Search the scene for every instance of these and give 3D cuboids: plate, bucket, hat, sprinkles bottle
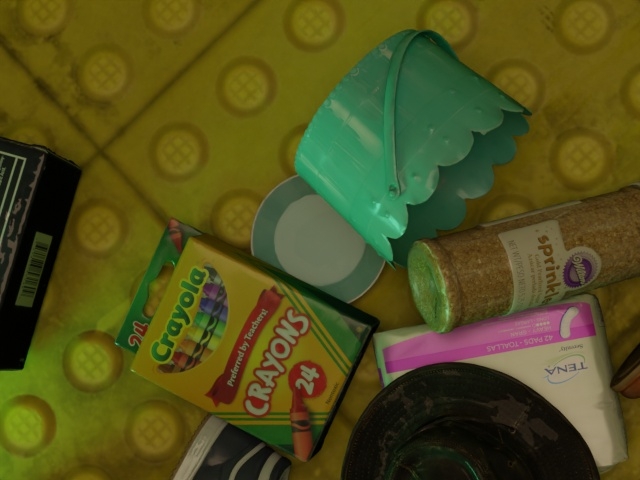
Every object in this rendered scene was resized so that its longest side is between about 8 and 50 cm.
[{"bbox_3d":[0.000,0.000,1.967,0.188,0.024,0.188,-1,85,8],"label":"plate"},{"bbox_3d":[0.113,-0.118,1.844,0.183,0.281,0.281,41,92,13],"label":"bucket"},{"bbox_3d":[0.176,0.310,1.766,0.331,0.134,0.331,0,90,10],"label":"hat"},{"bbox_3d":[0.289,0.016,1.818,0.355,0.121,0.121,-14,84,-17],"label":"sprinkles bottle"}]

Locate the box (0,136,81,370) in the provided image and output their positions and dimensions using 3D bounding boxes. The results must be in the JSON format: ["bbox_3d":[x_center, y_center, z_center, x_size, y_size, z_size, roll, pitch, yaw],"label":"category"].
[{"bbox_3d":[-0.512,-0.008,1.953,0.294,0.183,0.296,16,86,7],"label":"box"}]

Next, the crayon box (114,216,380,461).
[{"bbox_3d":[-0.109,0.127,1.930,0.318,0.081,0.202,26,99,9],"label":"crayon box"}]

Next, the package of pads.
[{"bbox_3d":[0.231,0.205,1.883,0.296,0.101,0.229,-12,84,7],"label":"package of pads"}]

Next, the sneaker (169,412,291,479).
[{"bbox_3d":[-0.143,0.379,1.920,0.153,0.099,0.282,27,87,10],"label":"sneaker"}]

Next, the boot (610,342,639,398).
[{"bbox_3d":[0.519,0.180,1.832,0.283,0.109,0.220,-31,89,-21],"label":"boot"}]
